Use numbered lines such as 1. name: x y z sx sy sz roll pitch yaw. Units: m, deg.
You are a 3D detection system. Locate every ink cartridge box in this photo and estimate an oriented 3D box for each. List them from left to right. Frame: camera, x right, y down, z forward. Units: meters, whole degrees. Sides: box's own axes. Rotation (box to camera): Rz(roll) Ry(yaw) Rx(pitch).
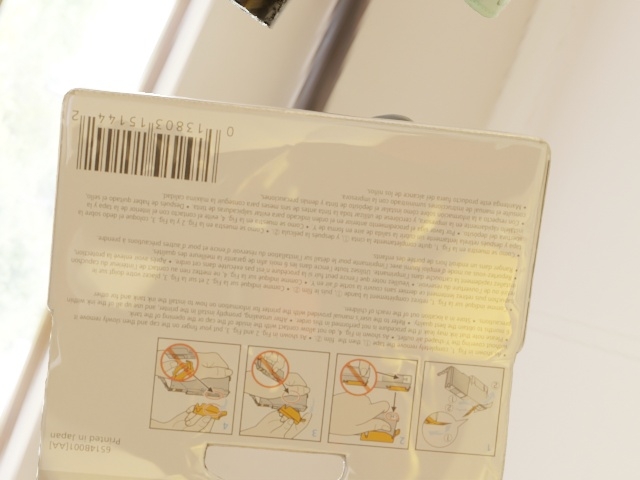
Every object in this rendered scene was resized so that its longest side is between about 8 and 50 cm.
1. ink cartridge box: -0.021 0.048 0.780 0.066 0.297 0.261 -121 -143 -81

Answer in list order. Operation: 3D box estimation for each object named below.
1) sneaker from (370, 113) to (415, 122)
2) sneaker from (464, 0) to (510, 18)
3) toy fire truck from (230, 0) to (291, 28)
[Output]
1. sneaker: 0.000 0.000 0.965 0.235 0.084 0.097 -38 -119 -5
2. sneaker: 0.144 -0.196 0.686 0.094 0.256 0.151 -60 158 -54
3. toy fire truck: -0.125 -0.256 0.835 0.217 0.246 0.158 39 -84 27
